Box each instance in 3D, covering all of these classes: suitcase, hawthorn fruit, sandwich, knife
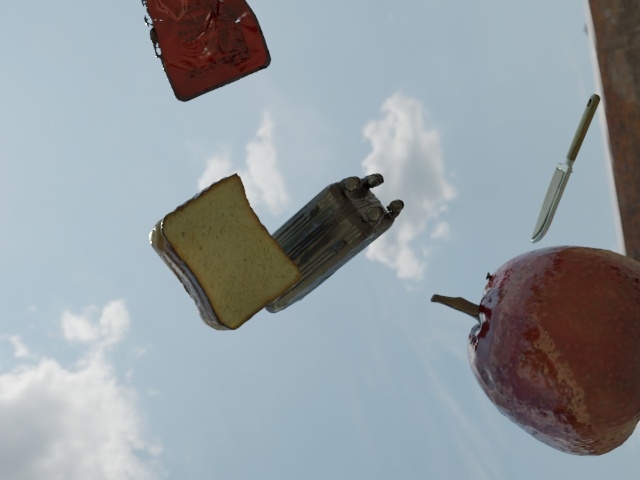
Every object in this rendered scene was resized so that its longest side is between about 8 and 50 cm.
[{"bbox_3d":[0.000,0.000,1.469,0.128,0.312,0.202,52,-159,7],"label":"suitcase"},{"bbox_3d":[0.255,0.104,0.860,0.210,0.266,0.230,50,-117,-85],"label":"hawthorn fruit"},{"bbox_3d":[-0.150,0.022,1.230,0.186,0.065,0.214,-39,-82,-30],"label":"sandwich"},{"bbox_3d":[0.520,-0.146,1.630,0.061,0.027,0.343,-108,33,-71],"label":"knife"}]

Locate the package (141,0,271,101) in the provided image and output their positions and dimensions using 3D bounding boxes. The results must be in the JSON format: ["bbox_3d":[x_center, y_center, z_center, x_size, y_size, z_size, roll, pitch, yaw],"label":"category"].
[{"bbox_3d":[-0.207,-0.390,1.293,0.194,0.071,0.269,-24,-77,-12],"label":"package"}]
